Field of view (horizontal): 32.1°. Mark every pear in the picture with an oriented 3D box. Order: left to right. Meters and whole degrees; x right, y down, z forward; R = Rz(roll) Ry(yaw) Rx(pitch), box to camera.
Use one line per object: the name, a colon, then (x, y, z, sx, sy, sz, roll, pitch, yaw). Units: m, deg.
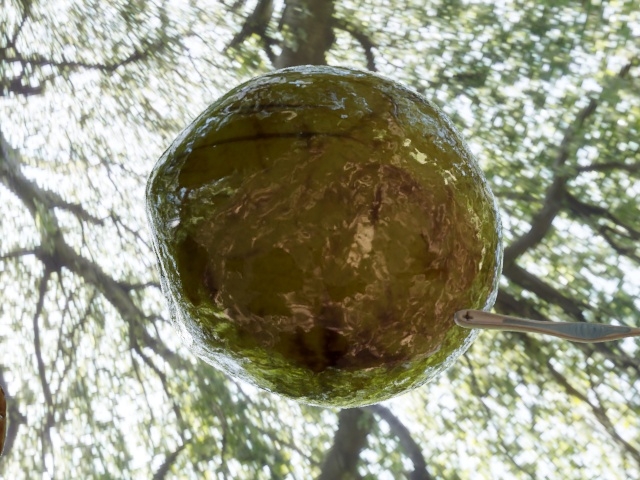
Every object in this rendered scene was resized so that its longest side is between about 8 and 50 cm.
pear: (0.000, 0.000, 0.871, 0.283, 0.283, 0.284, -5, -72, -16)

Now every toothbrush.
toothbrush: (0.163, 0.056, 0.704, 0.162, 0.014, 0.017, 7, -34, -10)

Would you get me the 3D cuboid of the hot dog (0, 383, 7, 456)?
hot dog: (-0.331, 0.102, 0.717, 0.196, 0.122, 0.272, -37, -33, 25)
